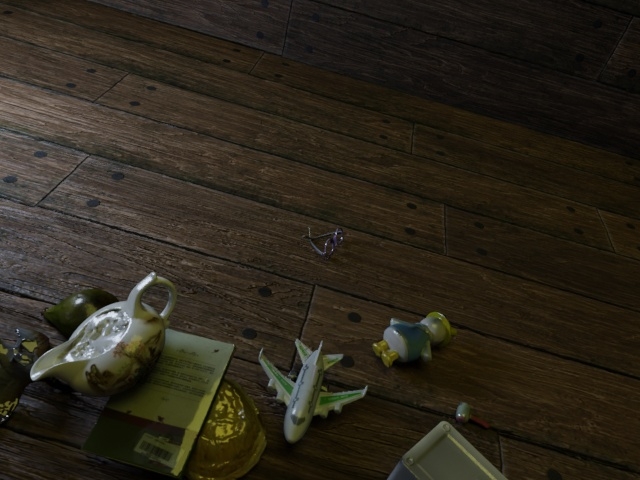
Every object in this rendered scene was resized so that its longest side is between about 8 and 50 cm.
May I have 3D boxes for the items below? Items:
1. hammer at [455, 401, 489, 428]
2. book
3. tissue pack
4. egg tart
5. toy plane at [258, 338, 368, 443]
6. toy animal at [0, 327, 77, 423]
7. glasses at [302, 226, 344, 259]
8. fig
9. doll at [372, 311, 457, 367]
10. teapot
[{"bbox_3d":[0.359,0.417,1.280,0.083,0.031,0.052,27,43,4],"label":"hammer"},{"bbox_3d":[-0.306,0.303,1.073,0.201,0.026,0.289,12,47,10],"label":"book"},{"bbox_3d":[0.266,0.505,1.053,0.159,0.136,0.246,-22,52,-39],"label":"tissue pack"},{"bbox_3d":[-0.217,0.364,1.094,0.232,0.098,0.252,8,43,-4],"label":"egg tart"},{"bbox_3d":[-0.031,0.334,1.188,0.251,0.101,0.255,18,42,2],"label":"toy plane"},{"bbox_3d":[-0.573,0.260,1.065,0.197,0.160,0.272,16,45,-3],"label":"toy animal"},{"bbox_3d":[0.000,0.000,1.662,0.104,0.062,0.140,7,33,25],"label":"glasses"},{"bbox_3d":[-0.537,0.161,1.202,0.185,0.126,0.133,17,52,-5],"label":"fig"},{"bbox_3d":[0.249,0.247,1.393,0.241,0.098,0.135,-11,6,-31],"label":"doll"},{"bbox_3d":[-0.401,0.194,1.067,0.298,0.139,0.204,-44,41,-22],"label":"teapot"}]
